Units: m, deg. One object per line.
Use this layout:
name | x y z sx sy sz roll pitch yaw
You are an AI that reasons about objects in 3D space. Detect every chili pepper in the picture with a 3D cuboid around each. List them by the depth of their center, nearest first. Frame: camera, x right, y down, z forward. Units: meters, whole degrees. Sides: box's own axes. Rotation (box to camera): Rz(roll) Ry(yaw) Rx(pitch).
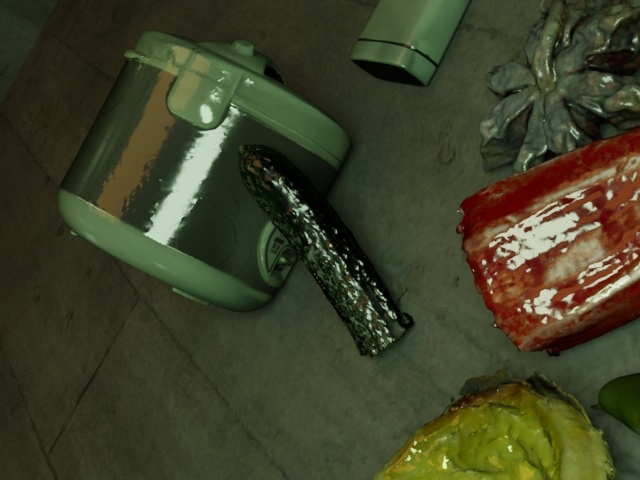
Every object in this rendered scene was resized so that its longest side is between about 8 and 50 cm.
chili pepper | 0.232 -0.017 0.758 0.253 0.136 0.144 -31 16 28

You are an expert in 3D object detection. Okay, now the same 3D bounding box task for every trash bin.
trash bin | 0.104 -0.245 1.142 0.116 0.059 0.129 25 86 56

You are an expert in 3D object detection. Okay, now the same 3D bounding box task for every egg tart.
egg tart | 0.115 0.229 0.733 0.279 0.095 0.278 -42 25 25

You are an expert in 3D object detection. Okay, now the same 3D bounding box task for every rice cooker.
rice cooker | -0.124 -0.083 1.150 0.288 0.288 0.277 24 86 58

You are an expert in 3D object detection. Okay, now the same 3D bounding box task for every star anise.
star anise | 0.212 -0.144 0.898 0.230 0.081 0.262 -46 36 42

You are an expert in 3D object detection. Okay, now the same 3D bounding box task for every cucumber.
cucumber | 0.002 0.000 0.995 0.067 0.067 0.245 -40 78 31

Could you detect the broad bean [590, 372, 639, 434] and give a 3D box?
broad bean | 0.279 0.106 0.648 0.255 0.046 0.065 -13 49 48
